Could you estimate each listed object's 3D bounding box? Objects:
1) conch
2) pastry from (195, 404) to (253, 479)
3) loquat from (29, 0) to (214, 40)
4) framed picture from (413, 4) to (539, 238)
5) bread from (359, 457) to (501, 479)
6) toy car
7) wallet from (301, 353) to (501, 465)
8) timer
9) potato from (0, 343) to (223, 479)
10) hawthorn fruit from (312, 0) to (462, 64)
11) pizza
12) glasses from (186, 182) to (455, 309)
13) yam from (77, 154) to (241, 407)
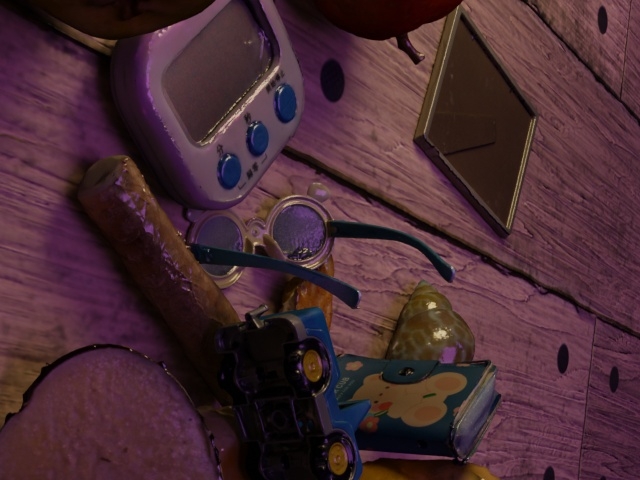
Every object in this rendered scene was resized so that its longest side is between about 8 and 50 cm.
[{"bbox_3d":[0.126,0.142,1.273,0.173,0.106,0.116,-67,163,1],"label":"conch"},{"bbox_3d":[-0.100,0.230,0.967,0.165,0.088,0.166,-5,97,-55],"label":"pastry"},{"bbox_3d":[-0.155,-0.277,0.785,0.213,0.213,0.246,20,51,-53],"label":"loquat"},{"bbox_3d":[0.225,-0.159,1.466,0.289,0.020,0.211,40,60,-48],"label":"framed picture"},{"bbox_3d":[0.087,0.417,1.112,0.394,0.250,0.361,50,50,-38],"label":"bread"},{"bbox_3d":[-0.017,0.144,0.936,0.100,0.097,0.191,-19,95,-53],"label":"toy car"},{"bbox_3d":[0.083,0.176,1.120,0.141,0.202,0.059,-46,126,-49],"label":"wallet"},{"bbox_3d":[-0.099,-0.141,0.969,0.208,0.069,0.191,-54,132,-37],"label":"timer"},{"bbox_3d":[-0.162,0.183,0.851,0.117,0.182,0.202,-25,91,-87],"label":"potato"},{"bbox_3d":[0.071,-0.299,1.094,0.205,0.205,0.253,-38,126,-47],"label":"hawthorn fruit"},{"bbox_3d":[-0.019,0.087,1.117,0.099,0.035,0.160,21,74,-62],"label":"pizza"},{"bbox_3d":[-0.003,0.029,0.997,0.189,0.220,0.088,-10,119,-41],"label":"glasses"},{"bbox_3d":[-0.122,0.047,0.946,0.066,0.066,0.300,-58,135,-35],"label":"yam"}]
